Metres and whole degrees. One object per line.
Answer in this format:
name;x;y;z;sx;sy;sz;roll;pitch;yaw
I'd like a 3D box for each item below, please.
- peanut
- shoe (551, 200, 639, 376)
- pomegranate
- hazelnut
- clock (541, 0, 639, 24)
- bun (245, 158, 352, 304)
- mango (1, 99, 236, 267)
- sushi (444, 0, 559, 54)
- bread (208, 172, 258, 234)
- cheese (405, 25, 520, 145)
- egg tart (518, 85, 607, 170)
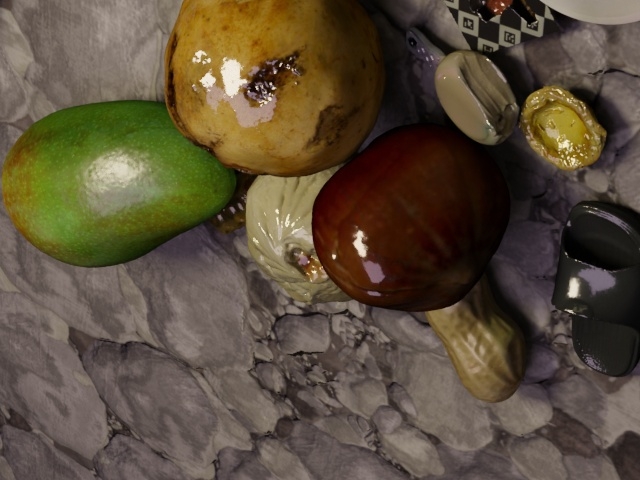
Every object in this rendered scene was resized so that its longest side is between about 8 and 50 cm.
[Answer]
peanut;0.190;0.106;1.700;0.098;0.090;0.214;-6;119;58
shoe;0.320;0.074;1.566;0.108;0.093;0.241;18;133;31
pomegranate;-0.052;-0.189;1.561;0.260;0.260;0.260;22;134;25
hazelnut;0.111;-0.020;1.558;0.229;0.229;0.229;22;134;25
clock;0.272;-0.322;1.300;0.230;0.083;0.230;21;131;26
bun;0.000;0.000;1.732;0.220;0.134;0.220;13;129;16
mango;-0.277;-0.077;1.865;0.381;0.201;0.225;-3;88;33
sushi;0.187;-0.265;1.458;0.126;0.026;0.120;-10;117;49
bread;-0.107;-0.055;1.844;0.110;0.060;0.066;-29;70;48
cheese;0.154;-0.180;1.515;0.171;0.047;0.092;55;157;10
egg tart;0.266;-0.126;1.490;0.105;0.039;0.105;22;133;25
